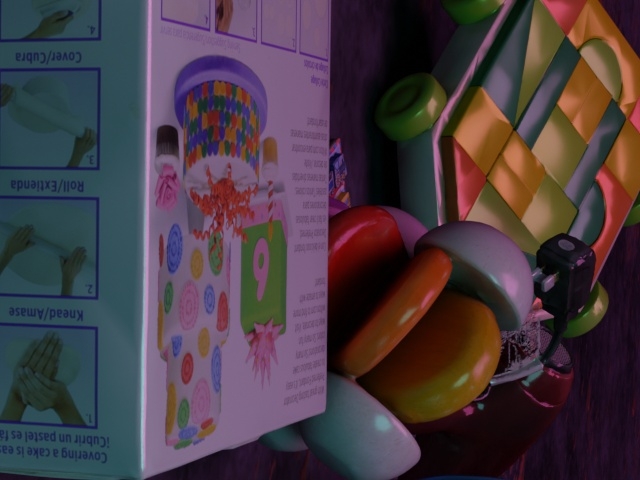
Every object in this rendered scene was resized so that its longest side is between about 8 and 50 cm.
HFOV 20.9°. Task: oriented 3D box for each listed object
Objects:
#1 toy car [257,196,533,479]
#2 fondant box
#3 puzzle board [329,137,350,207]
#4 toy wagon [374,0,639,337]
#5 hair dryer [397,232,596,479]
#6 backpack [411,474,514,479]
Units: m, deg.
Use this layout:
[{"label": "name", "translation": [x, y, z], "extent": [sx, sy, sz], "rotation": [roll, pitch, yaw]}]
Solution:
[{"label": "toy car", "translation": [0.013, 0.035, 0.969], "extent": [0.159, 0.182, 0.136], "rotation": [-51, 122, -18]}, {"label": "fondant box", "translation": [-0.072, -0.071, 0.796], "extent": [0.238, 0.096, 0.330], "rotation": [-4, 94, -72]}, {"label": "puzzle board", "translation": [0.000, 0.000, 1.157], "extent": [0.128, 0.011, 0.096], "rotation": [-56, 143, -58]}, {"label": "toy wagon", "translation": [0.149, -0.038, 1.345], "extent": [0.267, 0.068, 0.344], "rotation": [47, 60, -32]}, {"label": "hair dryer", "translation": [0.082, 0.112, 1.252], "extent": [0.293, 0.223, 0.080], "rotation": [87, -21, -48]}, {"label": "backpack", "translation": [0.086, 0.282, 1.094], "extent": [0.213, 0.276, 0.263], "rotation": [45, 44, -48]}]
